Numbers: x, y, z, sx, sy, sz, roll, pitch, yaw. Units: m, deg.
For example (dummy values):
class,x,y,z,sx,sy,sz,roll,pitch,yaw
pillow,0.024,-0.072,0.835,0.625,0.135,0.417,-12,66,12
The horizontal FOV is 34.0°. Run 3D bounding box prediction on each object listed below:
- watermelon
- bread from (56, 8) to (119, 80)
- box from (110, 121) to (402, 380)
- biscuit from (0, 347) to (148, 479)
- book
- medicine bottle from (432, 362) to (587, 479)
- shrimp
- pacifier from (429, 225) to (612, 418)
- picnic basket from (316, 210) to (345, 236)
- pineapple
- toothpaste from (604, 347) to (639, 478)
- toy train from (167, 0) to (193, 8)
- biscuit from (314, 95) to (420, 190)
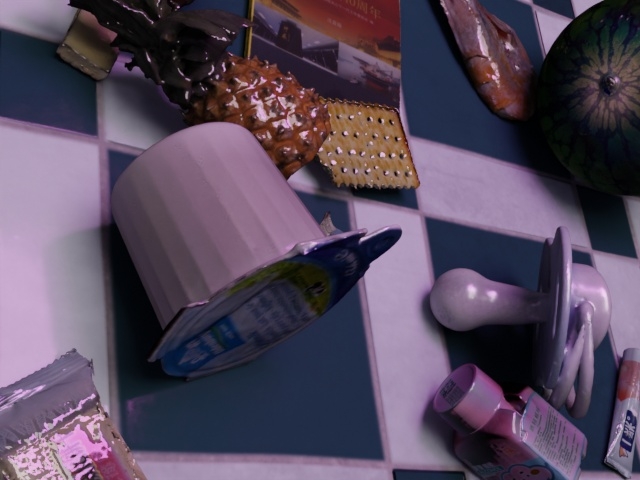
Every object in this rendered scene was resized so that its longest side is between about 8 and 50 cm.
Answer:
class,x,y,z,sx,sy,sz,roll,pitch,yaw
watermelon,0.519,-0.237,1.694,0.363,0.363,0.363,19,56,-30
bread,-0.268,-0.265,1.282,0.068,0.028,0.153,32,49,-23
box,-0.088,-0.013,1.129,0.206,0.291,0.262,57,2,19
biscuit,-0.226,0.267,0.988,0.186,0.079,0.309,-26,86,-46
book,0.008,-0.276,1.513,0.262,0.028,0.374,20,56,-28
medicine bottle,0.237,0.246,1.343,0.188,0.119,0.094,41,48,-14
shrimp,0.279,-0.344,1.749,0.164,0.062,0.317,-30,91,-49
pacifier,0.262,0.101,1.410,0.233,0.299,0.244,10,84,8
picnic basket,0.000,0.000,1.335,0.083,0.083,0.065,14,44,22
pineapple,-0.148,-0.214,1.231,0.364,0.165,0.165,43,46,-24
toothpaste,0.463,0.257,1.582,0.056,0.036,0.205,34,53,-19
toy train,-0.162,-0.429,1.277,0.221,0.304,0.150,48,46,-21
biscuit,0.048,-0.132,1.435,0.203,0.016,0.144,-1,68,-39
